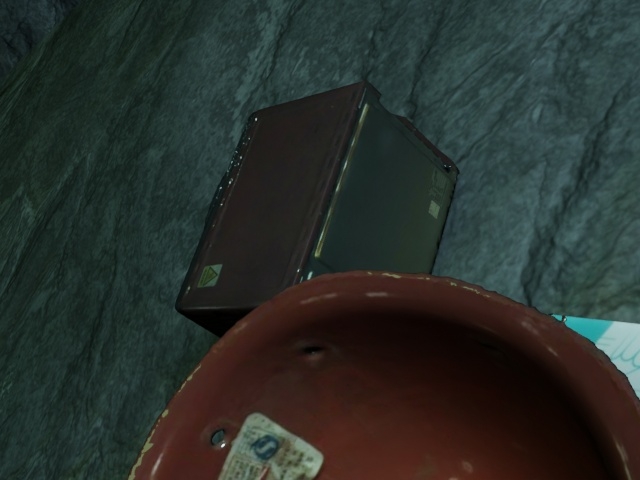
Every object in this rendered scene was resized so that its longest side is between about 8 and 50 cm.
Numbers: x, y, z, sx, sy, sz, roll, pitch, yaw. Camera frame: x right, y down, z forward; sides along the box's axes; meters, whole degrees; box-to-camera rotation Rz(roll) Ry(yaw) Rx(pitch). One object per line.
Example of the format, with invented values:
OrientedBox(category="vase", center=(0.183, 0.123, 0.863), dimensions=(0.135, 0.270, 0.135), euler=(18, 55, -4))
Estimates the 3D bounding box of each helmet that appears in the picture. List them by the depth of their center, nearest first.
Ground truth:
OrientedBox(category="helmet", center=(0.063, 0.214, 0.529), dimensions=(0.385, 0.230, 0.337), euler=(-12, 54, 35))

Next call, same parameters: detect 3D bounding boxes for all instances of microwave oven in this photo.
OrientedBox(category="microwave oven", center=(0.000, -0.001, 0.832), dimensions=(0.188, 0.178, 0.247), euler=(-9, 54, 47))

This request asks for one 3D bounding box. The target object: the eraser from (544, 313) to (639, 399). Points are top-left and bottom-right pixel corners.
OrientedBox(category="eraser", center=(0.186, 0.106, 0.627), dimensions=(0.225, 0.052, 0.095), euler=(2, 62, 51))
